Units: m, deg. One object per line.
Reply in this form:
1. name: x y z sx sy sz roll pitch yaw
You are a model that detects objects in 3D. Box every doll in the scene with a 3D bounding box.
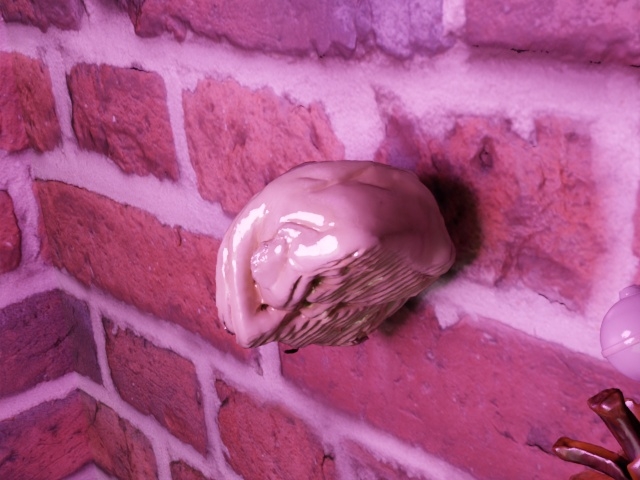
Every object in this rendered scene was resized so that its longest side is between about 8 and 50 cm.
1. doll: 0.409 0.072 0.875 0.151 0.151 0.287 58 142 12

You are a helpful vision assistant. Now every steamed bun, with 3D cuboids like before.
1. steamed bun: 0.000 0.000 1.191 0.394 0.347 0.237 93 156 -64

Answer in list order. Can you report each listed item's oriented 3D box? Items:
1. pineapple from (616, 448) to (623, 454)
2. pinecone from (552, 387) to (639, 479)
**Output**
1. pineapple: 0.409 0.262 1.050 0.058 0.058 0.124 34 117 35
2. pinecone: 0.390 0.322 0.857 0.384 0.384 0.384 25 125 41
